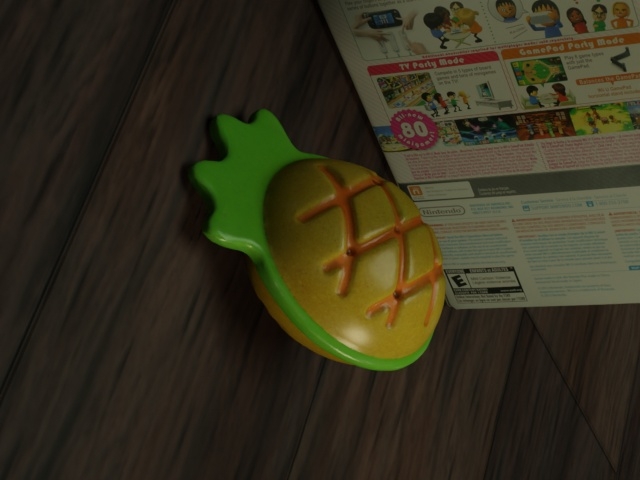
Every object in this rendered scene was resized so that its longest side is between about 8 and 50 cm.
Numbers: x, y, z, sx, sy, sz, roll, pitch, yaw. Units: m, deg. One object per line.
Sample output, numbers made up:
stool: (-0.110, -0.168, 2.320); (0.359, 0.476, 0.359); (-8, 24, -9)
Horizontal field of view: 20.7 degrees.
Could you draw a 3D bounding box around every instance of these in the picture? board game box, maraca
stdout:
board game box: (0.149, -0.097, 1.166); (0.303, 0.224, 0.097); (65, 35, -34)
maraca: (0.000, 0.000, 1.020); (0.185, 0.099, 0.127); (40, 42, -20)
